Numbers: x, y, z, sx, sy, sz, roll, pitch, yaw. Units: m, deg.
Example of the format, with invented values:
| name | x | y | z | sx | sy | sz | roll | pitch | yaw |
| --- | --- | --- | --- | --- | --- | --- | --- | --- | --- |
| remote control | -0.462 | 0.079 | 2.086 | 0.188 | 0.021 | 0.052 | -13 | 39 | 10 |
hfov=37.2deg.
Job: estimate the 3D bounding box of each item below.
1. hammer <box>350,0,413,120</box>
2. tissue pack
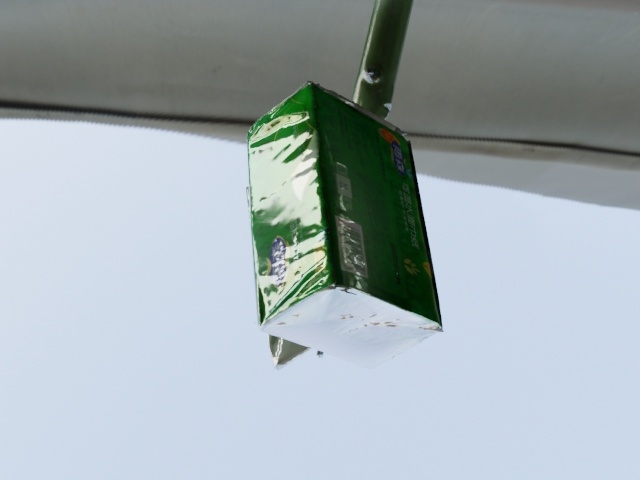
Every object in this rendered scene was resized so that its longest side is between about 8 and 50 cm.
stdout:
| name | x | y | z | sx | sy | sz | roll | pitch | yaw |
| --- | --- | --- | --- | --- | --- | --- | --- | --- | --- |
| hammer | 0.086 | -0.307 | 1.195 | 0.206 | 0.119 | 0.335 | 10 | -95 | 42 |
| tissue pack | 0.001 | 0.000 | 0.860 | 0.148 | 0.156 | 0.209 | 21 | -131 | -39 |
